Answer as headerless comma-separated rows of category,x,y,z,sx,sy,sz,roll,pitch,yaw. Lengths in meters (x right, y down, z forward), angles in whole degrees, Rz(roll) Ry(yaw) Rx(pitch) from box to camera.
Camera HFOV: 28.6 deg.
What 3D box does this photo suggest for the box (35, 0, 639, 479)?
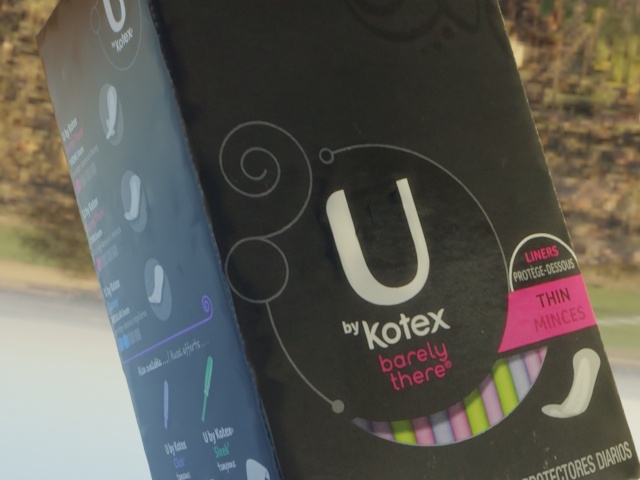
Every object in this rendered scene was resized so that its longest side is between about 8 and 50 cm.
box,0.000,0.000,0.546,0.165,0.270,0.143,-13,172,-29
